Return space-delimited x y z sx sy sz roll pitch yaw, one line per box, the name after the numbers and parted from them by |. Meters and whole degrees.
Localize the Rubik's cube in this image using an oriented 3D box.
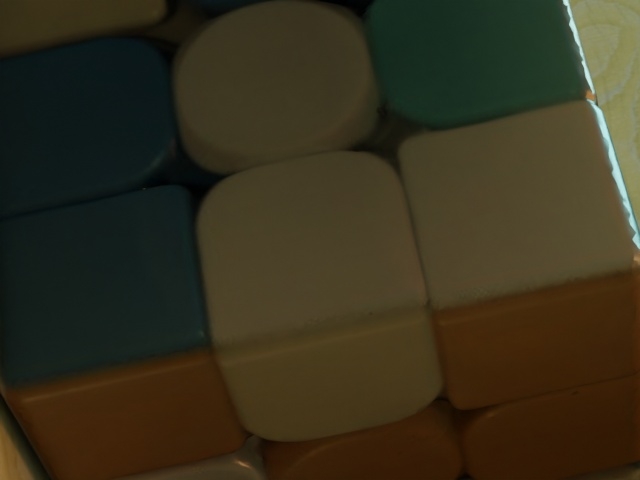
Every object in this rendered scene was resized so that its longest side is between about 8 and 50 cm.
0.000 0.000 1.190 0.344 0.347 0.346 77 1 -55 | Rubik's cube
